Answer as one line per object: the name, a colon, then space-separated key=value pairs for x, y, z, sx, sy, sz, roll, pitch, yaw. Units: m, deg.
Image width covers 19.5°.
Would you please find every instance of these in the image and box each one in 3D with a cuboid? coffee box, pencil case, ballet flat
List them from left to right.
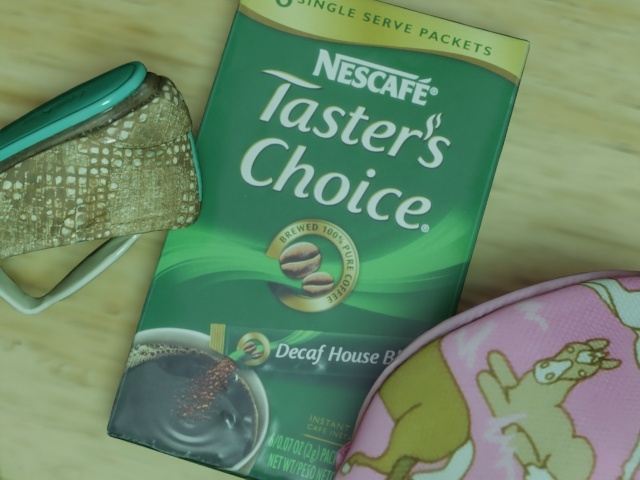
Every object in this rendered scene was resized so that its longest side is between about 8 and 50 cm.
ballet flat: x=-0.133 y=0.004 z=0.667 sx=0.206 sy=0.073 sz=0.067 roll=-20 pitch=110 yaw=19
coffee box: x=0.000 y=0.000 z=0.686 sx=0.113 sy=0.040 sz=0.184 roll=17 pitch=82 yaw=5
pencil case: x=0.138 y=0.187 z=0.518 sx=0.167 sy=0.160 sz=0.386 roll=-48 pitch=48 yaw=21
